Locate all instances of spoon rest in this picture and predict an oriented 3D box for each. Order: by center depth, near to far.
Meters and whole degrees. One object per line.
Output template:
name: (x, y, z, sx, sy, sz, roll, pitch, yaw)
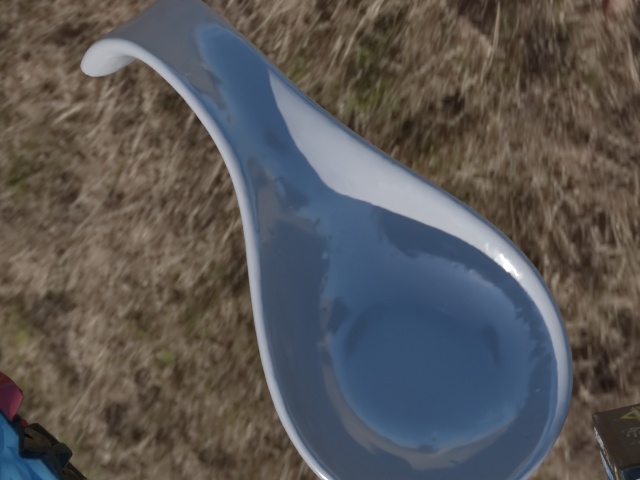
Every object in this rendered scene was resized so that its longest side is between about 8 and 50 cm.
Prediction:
spoon rest: (0.000, 0.000, 0.693, 0.137, 0.084, 0.276, -39, 85, -17)

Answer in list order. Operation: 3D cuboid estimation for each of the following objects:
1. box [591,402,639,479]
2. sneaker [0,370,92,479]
box: (0.294, 0.147, 1.133, 0.175, 0.220, 0.051, -13, 92, 6)
sneaker: (-0.147, 0.030, 0.318, 0.104, 0.125, 0.262, 6, 137, 51)
